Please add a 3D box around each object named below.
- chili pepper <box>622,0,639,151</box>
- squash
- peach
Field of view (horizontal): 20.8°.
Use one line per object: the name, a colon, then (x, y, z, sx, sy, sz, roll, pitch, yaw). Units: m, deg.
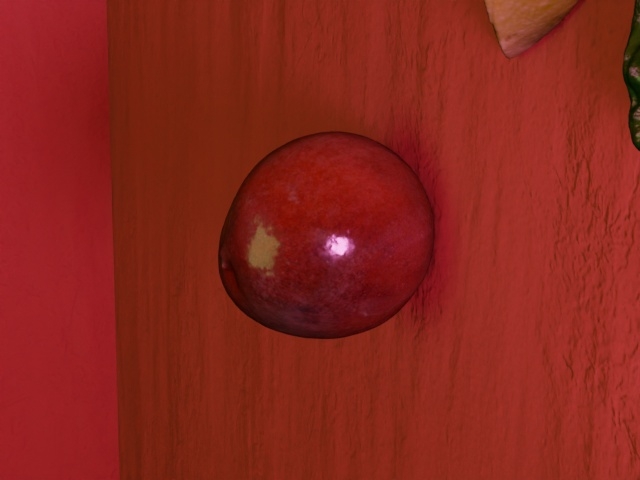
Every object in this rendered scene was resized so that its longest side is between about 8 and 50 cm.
chili pepper: (0.281, -0.172, 1.377, 0.100, 0.074, 0.257, -155, 60, -66)
squash: (0.212, -0.298, 1.594, 0.204, 0.155, 0.237, -18, -82, -73)
peach: (0.000, 0.000, 1.974, 0.252, 0.252, 0.252, 171, 90, -70)
